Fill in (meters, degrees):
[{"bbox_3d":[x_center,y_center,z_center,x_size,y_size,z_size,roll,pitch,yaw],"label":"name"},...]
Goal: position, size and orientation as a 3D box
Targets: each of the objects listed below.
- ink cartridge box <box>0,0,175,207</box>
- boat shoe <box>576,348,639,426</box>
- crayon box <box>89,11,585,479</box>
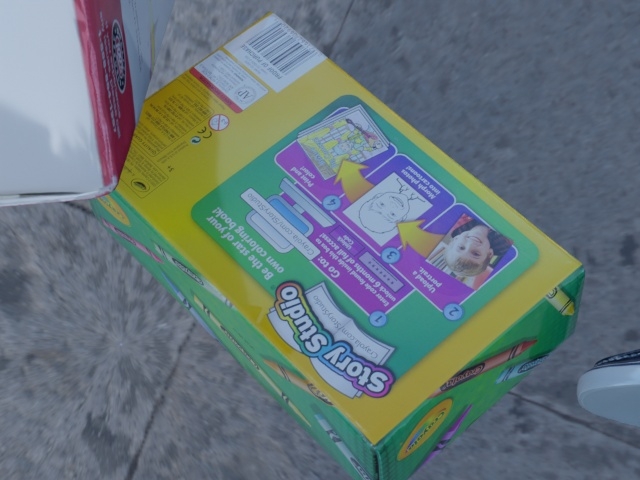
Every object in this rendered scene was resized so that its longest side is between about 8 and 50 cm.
[{"bbox_3d":[-0.162,-0.181,0.684,0.131,0.306,0.226,-6,117,1],"label":"ink cartridge box"},{"bbox_3d":[0.252,0.066,0.814,0.183,0.065,0.083,-4,57,10],"label":"boat shoe"},{"bbox_3d":[0.000,0.000,0.791,0.165,0.081,0.278,-38,63,-19],"label":"crayon box"}]
